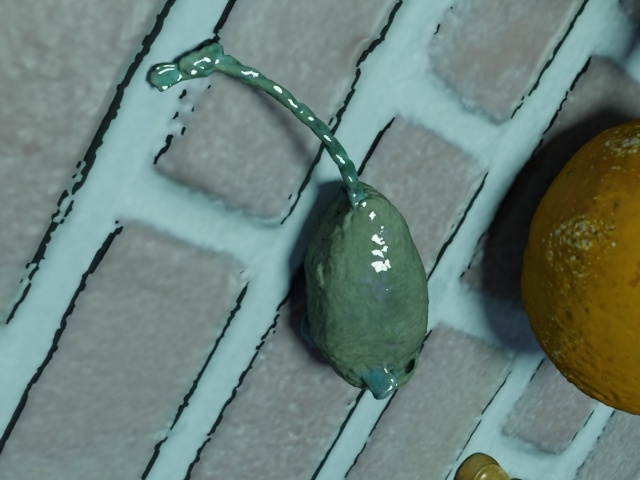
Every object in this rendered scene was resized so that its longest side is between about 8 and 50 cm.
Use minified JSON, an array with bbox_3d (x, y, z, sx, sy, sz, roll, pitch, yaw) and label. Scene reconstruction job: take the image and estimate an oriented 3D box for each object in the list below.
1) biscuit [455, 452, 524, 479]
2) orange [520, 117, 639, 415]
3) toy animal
[{"bbox_3d":[0.115,0.217,0.753,0.140,0.023,0.118,-6,117,-30],"label":"biscuit"},{"bbox_3d":[0.215,0.014,0.628,0.193,0.161,0.193,-20,120,-38],"label":"orange"},{"bbox_3d":[0.007,-0.006,0.544,0.079,0.070,0.253,-46,128,-26],"label":"toy animal"}]
